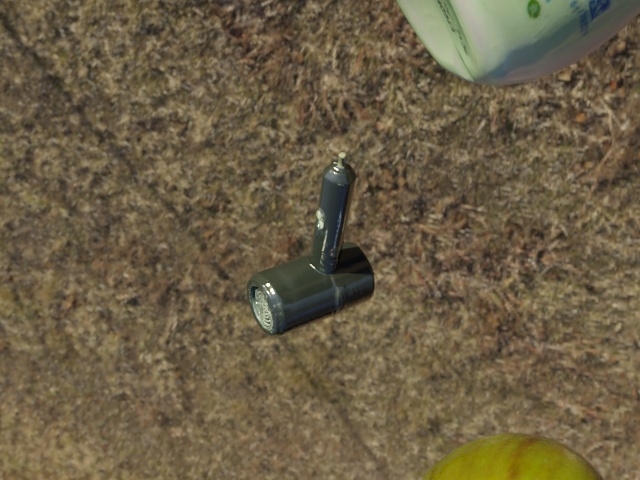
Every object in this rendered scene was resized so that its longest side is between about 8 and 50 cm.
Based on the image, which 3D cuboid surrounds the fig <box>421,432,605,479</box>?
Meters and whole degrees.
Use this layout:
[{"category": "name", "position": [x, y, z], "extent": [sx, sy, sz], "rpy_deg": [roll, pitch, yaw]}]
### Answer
[{"category": "fig", "position": [0.155, 0.195, 0.567], "extent": [0.142, 0.186, 0.148], "rpy_deg": [-24, 97, 49]}]

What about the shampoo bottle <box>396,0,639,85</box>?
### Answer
[{"category": "shampoo bottle", "position": [0.218, -0.283, 0.621], "extent": [0.221, 0.350, 0.151], "rpy_deg": [55, 178, -18]}]

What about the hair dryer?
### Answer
[{"category": "hair dryer", "position": [0.000, 0.000, 0.800], "extent": [0.071, 0.124, 0.219], "rpy_deg": [51, 146, 33]}]
